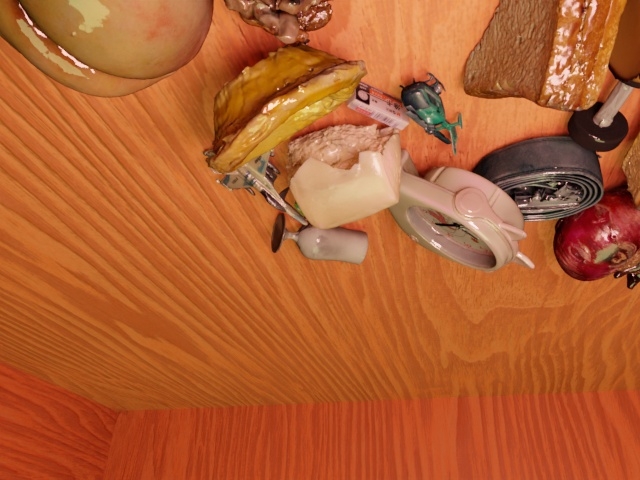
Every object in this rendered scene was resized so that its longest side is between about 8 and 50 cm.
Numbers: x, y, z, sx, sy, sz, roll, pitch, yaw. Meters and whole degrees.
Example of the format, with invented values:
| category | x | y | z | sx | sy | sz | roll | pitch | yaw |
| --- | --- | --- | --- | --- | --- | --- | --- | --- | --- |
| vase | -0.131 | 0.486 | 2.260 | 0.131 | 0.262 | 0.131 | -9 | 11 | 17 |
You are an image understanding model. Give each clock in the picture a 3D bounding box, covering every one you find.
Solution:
| category | x | y | z | sx | sy | sz | roll | pitch | yaw |
| --- | --- | --- | --- | --- | --- | --- | --- | --- | --- |
| clock | 0.287 | -0.045 | 1.118 | 0.324 | 0.108 | 0.265 | 27 | 164 | 37 |

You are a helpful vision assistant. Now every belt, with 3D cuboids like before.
| category | x | y | z | sx | sy | sz | roll | pitch | yaw |
| --- | --- | --- | --- | --- | --- | --- | --- | --- | --- |
| belt | 0.439 | -0.116 | 1.132 | 0.267 | 0.116 | 0.206 | -7 | 153 | 22 |

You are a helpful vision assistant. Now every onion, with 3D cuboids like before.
| category | x | y | z | sx | sy | sz | roll | pitch | yaw |
| --- | --- | --- | --- | --- | --- | --- | --- | --- | --- |
| onion | 0.632 | -0.022 | 1.207 | 0.246 | 0.190 | 0.246 | -28 | 162 | -10 |

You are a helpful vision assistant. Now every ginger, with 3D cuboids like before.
| category | x | y | z | sx | sy | sz | roll | pitch | yaw |
| --- | --- | --- | --- | --- | --- | --- | --- | --- | --- |
| ginger | -0.050 | -0.344 | 0.811 | 0.162 | 0.073 | 0.103 | 1 | 150 | -2 |

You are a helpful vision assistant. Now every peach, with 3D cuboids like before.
| category | x | y | z | sx | sy | sz | roll | pitch | yaw |
| --- | --- | --- | --- | --- | --- | --- | --- | --- | --- |
| peach | -0.276 | -0.323 | 0.691 | 0.292 | 0.247 | 0.292 | -5 | 170 | -1 |

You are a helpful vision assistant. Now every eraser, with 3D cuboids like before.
| category | x | y | z | sx | sy | sz | roll | pitch | yaw |
| --- | --- | --- | --- | --- | --- | --- | --- | --- | --- |
| eraser | 0.105 | -0.246 | 0.993 | 0.122 | 0.052 | 0.029 | 17 | 148 | -26 |

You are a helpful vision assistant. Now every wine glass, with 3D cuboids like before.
| category | x | y | z | sx | sy | sz | roll | pitch | yaw |
| --- | --- | --- | --- | --- | --- | --- | --- | --- | --- |
| wine glass | 0.000 | 0.000 | 1.369 | 0.231 | 0.103 | 0.103 | 9 | 149 | -21 |

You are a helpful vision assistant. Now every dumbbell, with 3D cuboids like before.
| category | x | y | z | sx | sy | sz | roll | pitch | yaw |
| --- | --- | --- | --- | --- | --- | --- | --- | --- | --- |
| dumbbell | 0.506 | -0.245 | 0.928 | 0.100 | 0.100 | 0.191 | 2 | 150 | 0 |

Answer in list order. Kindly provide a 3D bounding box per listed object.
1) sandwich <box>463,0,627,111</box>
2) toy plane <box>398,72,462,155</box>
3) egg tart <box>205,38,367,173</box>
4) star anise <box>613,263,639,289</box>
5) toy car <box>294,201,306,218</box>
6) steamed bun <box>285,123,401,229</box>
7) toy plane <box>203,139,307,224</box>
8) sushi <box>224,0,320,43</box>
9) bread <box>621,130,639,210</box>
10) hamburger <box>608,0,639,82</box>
| category | x | y | z | sx | sy | sz | roll | pitch | yaw |
| --- | --- | --- | --- | --- | --- | --- | --- | --- | --- |
| sandwich | 0.315 | -0.323 | 0.793 | 0.100 | 0.288 | 0.254 | -1 | 106 | -8 |
| toy plane | 0.203 | -0.228 | 0.983 | 0.060 | 0.096 | 0.235 | -16 | 163 | 32 |
| egg tart | -0.072 | -0.226 | 0.887 | 0.315 | 0.315 | 0.120 | -29 | 98 | 41 |
| star anise | 0.840 | 0.012 | 1.372 | 0.272 | 0.102 | 0.272 | -17 | 138 | -16 |
| toy car | 0.011 | -0.110 | 1.215 | 0.062 | 0.071 | 0.165 | 36 | 137 | -24 |
| steamed bun | 0.044 | -0.140 | 1.034 | 0.225 | 0.200 | 0.170 | -20 | 161 | 24 |
| toy plane | -0.123 | -0.127 | 1.157 | 0.262 | 0.088 | 0.192 | 35 | 141 | -21 |
| sushi | -0.059 | -0.370 | 0.623 | 0.219 | 0.238 | 0.225 | -20 | 126 | 41 |
| bread | 0.720 | -0.199 | 0.914 | 0.324 | 0.143 | 0.333 | -12 | 151 | 4 |
| hamburger | 0.468 | -0.321 | 0.696 | 0.149 | 0.237 | 0.237 | -4 | 149 | 10 |
